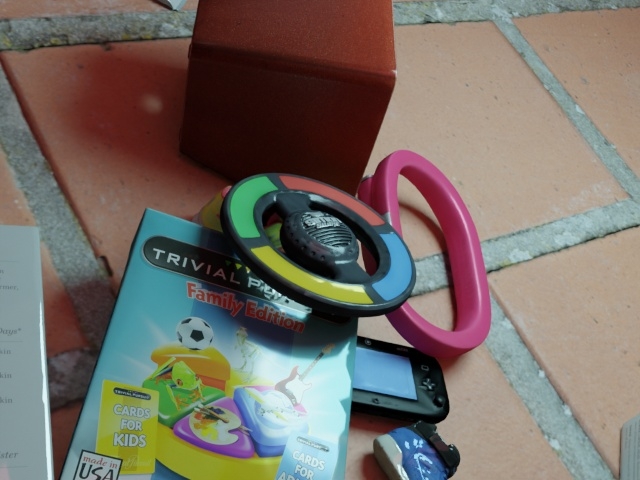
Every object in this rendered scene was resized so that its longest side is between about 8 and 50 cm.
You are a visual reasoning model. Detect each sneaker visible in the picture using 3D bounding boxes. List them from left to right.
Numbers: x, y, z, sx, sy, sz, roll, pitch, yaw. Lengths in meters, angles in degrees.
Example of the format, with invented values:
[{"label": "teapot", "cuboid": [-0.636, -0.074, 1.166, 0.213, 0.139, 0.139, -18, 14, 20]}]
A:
[{"label": "sneaker", "cuboid": [-0.047, -0.010, 1.056, 0.209, 0.094, 0.081, 15, 48, -20]}, {"label": "sneaker", "cuboid": [0.129, 0.269, 0.946, 0.085, 0.058, 0.152, -20, 58, -19]}]

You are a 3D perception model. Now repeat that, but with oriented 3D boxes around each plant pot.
[{"label": "plant pot", "cuboid": [-0.053, -0.215, 1.121, 0.236, 0.267, 0.267, 8, 51, -9]}]

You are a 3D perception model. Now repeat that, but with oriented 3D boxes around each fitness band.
[{"label": "fitness band", "cuboid": [0.137, 0.014, 1.123, 0.209, 0.054, 0.290, 29, 44, -37]}]

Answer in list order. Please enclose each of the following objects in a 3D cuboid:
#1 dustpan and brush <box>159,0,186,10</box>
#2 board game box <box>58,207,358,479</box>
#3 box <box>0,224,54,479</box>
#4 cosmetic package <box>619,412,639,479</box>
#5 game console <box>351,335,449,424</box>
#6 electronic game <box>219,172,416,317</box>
[{"label": "dustpan and brush", "cuboid": [-0.277, -0.453, 1.308, 0.211, 0.060, 0.147, 27, 47, -7]}, {"label": "board game box", "cuboid": [-0.098, 0.150, 0.856, 0.254, 0.079, 0.336, 19, 49, -13]}, {"label": "box", "cuboid": [-0.344, 0.166, 0.705, 0.215, 0.168, 0.345, 3, 54, -26]}, {"label": "cosmetic package", "cuboid": [0.481, 0.279, 1.047, 0.151, 0.183, 0.151, 28, 47, -7]}, {"label": "game console", "cuboid": [-0.017, 0.128, 0.998, 0.362, 0.044, 0.213, 14, 49, -19]}, {"label": "electronic game", "cuboid": [0.000, 0.000, 0.944, 0.229, 0.048, 0.229, 19, 33, -13]}]
